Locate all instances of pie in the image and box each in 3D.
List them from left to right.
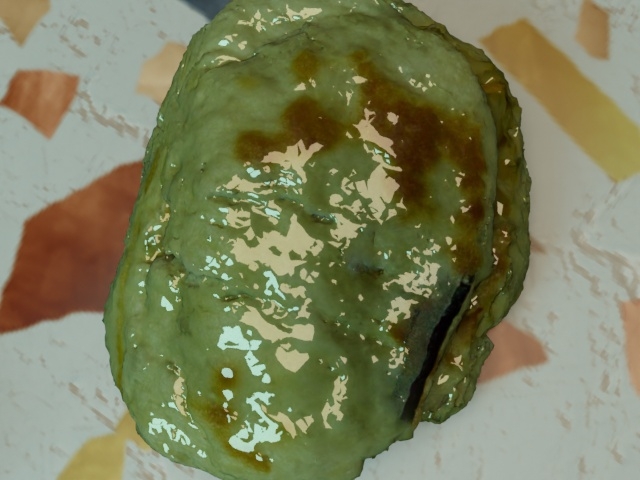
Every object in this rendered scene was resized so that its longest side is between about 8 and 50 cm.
[{"bbox_3d":[0.000,0.000,0.504,0.200,0.090,0.248,15,89,6],"label":"pie"}]
